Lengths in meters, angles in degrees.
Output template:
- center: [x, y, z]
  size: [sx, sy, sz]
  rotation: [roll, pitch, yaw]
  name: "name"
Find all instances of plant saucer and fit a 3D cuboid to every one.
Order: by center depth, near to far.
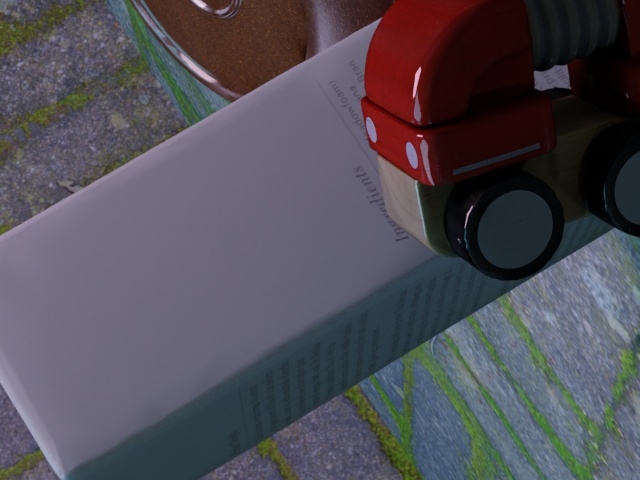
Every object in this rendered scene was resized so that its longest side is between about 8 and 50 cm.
- center: [-0.072, -0.208, 1.325]
  size: [0.310, 0.050, 0.310]
  rotation: [38, 150, 27]
  name: "plant saucer"

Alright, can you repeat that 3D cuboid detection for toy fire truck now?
- center: [0.133, -0.123, 0.954]
  size: [0.158, 0.217, 0.246]
  rotation: [-139, 35, -64]
  name: "toy fire truck"

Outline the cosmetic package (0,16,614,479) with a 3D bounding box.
- center: [0.000, 0.000, 1.231]
  size: [0.161, 0.453, 0.230]
  rotation: [57, 170, 14]
  name: "cosmetic package"
